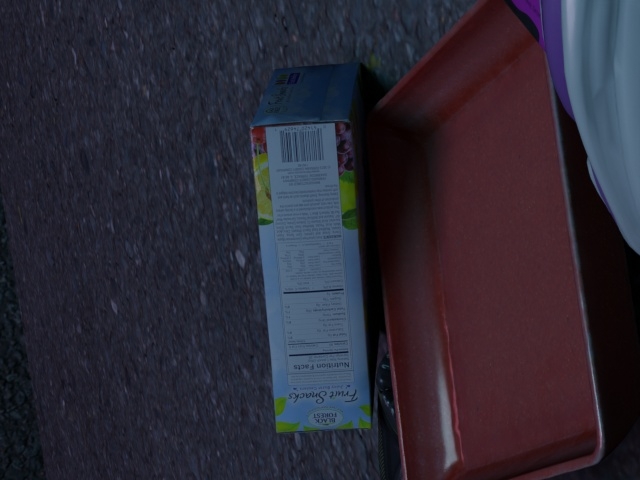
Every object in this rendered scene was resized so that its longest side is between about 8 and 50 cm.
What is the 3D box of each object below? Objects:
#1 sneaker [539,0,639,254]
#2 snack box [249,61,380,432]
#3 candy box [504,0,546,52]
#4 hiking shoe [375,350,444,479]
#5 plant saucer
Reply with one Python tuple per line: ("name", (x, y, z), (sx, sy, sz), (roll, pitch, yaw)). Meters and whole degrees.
("sneaker", (0.154, -0.128, 0.488), (0.152, 0.114, 0.305), (11, 113, 19))
("snack box", (0.000, 0.000, 1.037), (0.174, 0.070, 0.207), (-78, -17, -72))
("candy box", (0.124, -0.212, 0.649), (0.159, 0.071, 0.233), (-115, 27, -50))
("hiking shoe", (0.089, 0.177, 1.006), (0.114, 0.086, 0.227), (103, 156, -78))
("plant saucer", (0.099, 0.010, 0.861), (0.258, 0.047, 0.259), (139, 127, -66))
